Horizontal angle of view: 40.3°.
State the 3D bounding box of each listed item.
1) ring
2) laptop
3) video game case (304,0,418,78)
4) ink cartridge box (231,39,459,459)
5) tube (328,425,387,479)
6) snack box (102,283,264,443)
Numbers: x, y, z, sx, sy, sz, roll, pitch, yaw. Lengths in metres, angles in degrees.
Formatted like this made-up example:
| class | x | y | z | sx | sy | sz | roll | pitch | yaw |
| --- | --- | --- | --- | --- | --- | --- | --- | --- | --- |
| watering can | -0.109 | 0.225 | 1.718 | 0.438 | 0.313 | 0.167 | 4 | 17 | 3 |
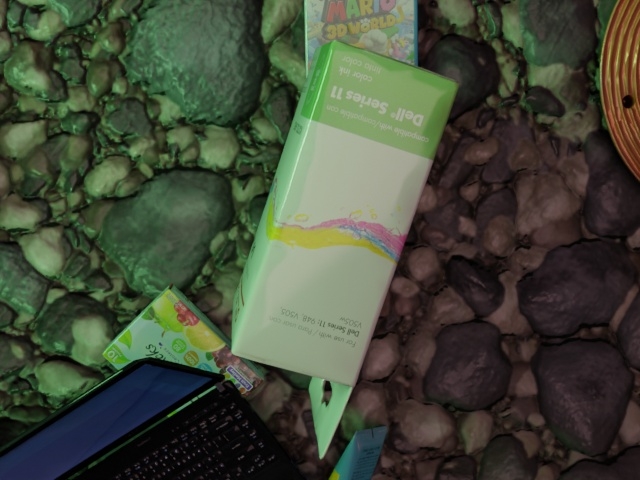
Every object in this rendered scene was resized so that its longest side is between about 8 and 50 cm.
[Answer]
| class | x | y | z | sx | sy | sz | roll | pitch | yaw |
| --- | --- | --- | --- | --- | --- | --- | --- | --- | --- |
| ring | 0.461 | -0.182 | 0.947 | 0.336 | 0.032 | 0.337 | 0 | 96 | -5 |
| laptop | -0.171 | 0.247 | 0.860 | 0.234 | 0.136 | 0.264 | -33 | 102 | 11 |
| video game case | 0.042 | -0.242 | 0.909 | 0.119 | 0.015 | 0.166 | -2 | 97 | -5 |
| ink cartridge box | 0.000 | 0.000 | 0.832 | 0.119 | 0.207 | 0.354 | 17 | 98 | -7 |
| tube | 0.016 | 0.296 | 0.947 | 0.052 | 0.080 | 0.207 | 27 | 97 | 23 |
| snack box | -0.144 | 0.131 | 0.925 | 0.100 | 0.037 | 0.141 | -44 | 100 | 3 |
